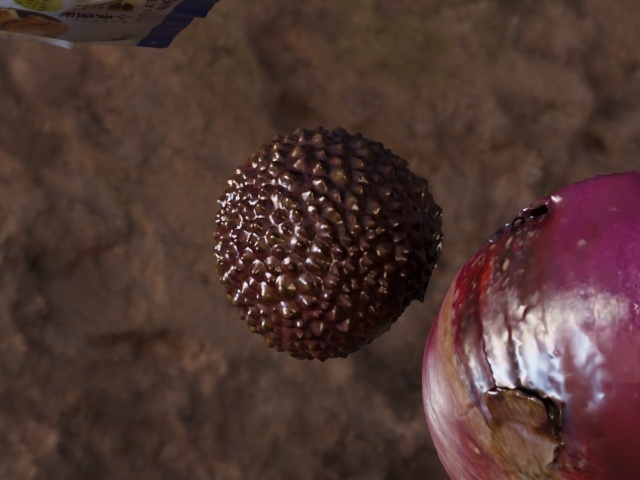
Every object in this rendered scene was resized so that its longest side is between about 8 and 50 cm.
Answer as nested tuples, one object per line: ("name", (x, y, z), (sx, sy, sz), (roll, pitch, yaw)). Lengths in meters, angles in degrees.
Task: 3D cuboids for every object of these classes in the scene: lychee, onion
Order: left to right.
("lychee", (0.000, 0.000, 1.276), (0.188, 0.188, 0.188), (23, -163, -7))
("onion", (0.248, 0.152, 1.148), (0.348, 0.348, 0.385), (16, -124, -27))

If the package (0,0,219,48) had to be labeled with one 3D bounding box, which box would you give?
("package", (-0.167, -0.159, 1.125), (0.173, 0.027, 0.171), (4, 171, -19))
